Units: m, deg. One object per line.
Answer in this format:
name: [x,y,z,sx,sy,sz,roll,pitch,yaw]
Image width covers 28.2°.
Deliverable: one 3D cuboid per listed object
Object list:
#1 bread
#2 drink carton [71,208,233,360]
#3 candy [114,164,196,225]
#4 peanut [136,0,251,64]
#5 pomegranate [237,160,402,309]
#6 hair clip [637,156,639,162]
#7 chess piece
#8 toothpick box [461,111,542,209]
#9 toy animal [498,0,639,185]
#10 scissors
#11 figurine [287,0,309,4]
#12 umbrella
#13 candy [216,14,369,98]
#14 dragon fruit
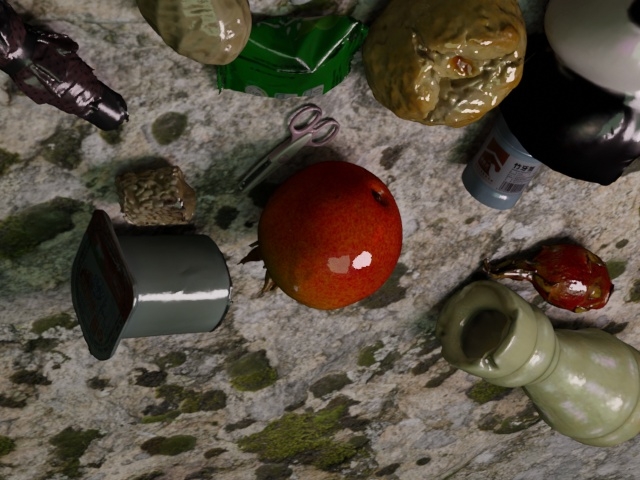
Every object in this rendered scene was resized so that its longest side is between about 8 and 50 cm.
bread: [0.178,-0.247,1.747,0.244,0.134,0.244,-11,138,-10]
drink carton: [-0.254,0.067,1.903,0.190,0.185,0.191,-6,139,-37]
candy: [-0.235,-0.062,1.815,0.110,0.085,0.095,-9,148,0]
peanut: [-0.169,-0.330,1.498,0.136,0.120,0.298,-5,140,11]
pomegranate: [0.000,0.000,1.899,0.257,0.221,0.221,-23,145,29]
hair clip: [0.685,-0.162,2.126,0.331,0.085,0.101,-1,136,-22]
chess piece: [0.411,0.224,2.363,0.442,0.234,0.234,27,121,-39]
toothpick box: [0.296,-0.133,1.964,0.101,0.101,0.153,4,135,-29]
toy animal: [0.419,-0.253,1.782,0.251,0.251,0.310,2,142,-27]
scissors: [-0.054,-0.129,1.868,0.176,0.022,0.085,-39,141,16]
figurine: [0.024,-0.393,1.501,0.193,0.140,0.265,8,151,-1]
umbrella: [-0.355,-0.226,1.556,0.094,0.090,0.326,-40,139,17]
candy: [-0.041,-0.243,1.697,0.203,0.078,0.141,-7,140,-10]
dragon fruit: [0.404,0.063,2.250,0.246,0.125,0.125,8,106,-5]
